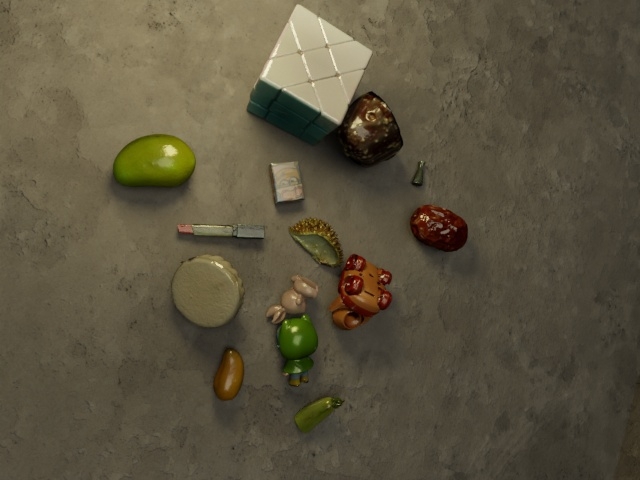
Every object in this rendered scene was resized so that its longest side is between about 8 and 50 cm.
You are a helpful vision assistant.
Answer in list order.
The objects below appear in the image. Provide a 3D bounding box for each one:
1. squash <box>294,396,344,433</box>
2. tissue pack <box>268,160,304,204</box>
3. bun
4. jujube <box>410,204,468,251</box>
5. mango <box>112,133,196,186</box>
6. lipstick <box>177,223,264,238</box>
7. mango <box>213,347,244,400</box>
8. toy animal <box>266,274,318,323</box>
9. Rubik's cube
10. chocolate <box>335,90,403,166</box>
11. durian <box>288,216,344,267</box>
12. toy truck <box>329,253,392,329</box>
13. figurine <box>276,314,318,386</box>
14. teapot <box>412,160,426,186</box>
[{"bbox_3d":[0.004,0.650,1.779,0.200,0.075,0.090,-34,78,5],"label":"squash"},{"bbox_3d":[-0.132,-0.223,1.788,0.116,0.065,0.155,-8,91,-16],"label":"tissue pack"},{"bbox_3d":[-0.375,0.161,1.647,0.264,0.175,0.262,4,105,14],"label":"bun"},{"bbox_3d":[0.495,-0.050,1.928,0.251,0.174,0.174,27,79,-18],"label":"jujube"},{"bbox_3d":[-0.573,-0.277,1.607,0.273,0.149,0.185,0,89,-13],"label":"mango"},{"bbox_3d":[-0.366,-0.036,1.712,0.313,0.051,0.051,2,87,-16],"label":"lipstick"},{"bbox_3d":[-0.329,0.484,1.677,0.102,0.085,0.183,12,73,-13],"label":"mango"},{"bbox_3d":[-0.104,0.235,1.756,0.124,0.124,0.212,40,97,-12],"label":"toy animal"},{"bbox_3d":[-0.050,-0.585,1.706,0.322,0.316,0.318,27,79,-16],"label":"Rubik's cube"},{"bbox_3d":[0.172,-0.401,1.776,0.210,0.340,0.225,-36,74,4],"label":"chocolate"},{"bbox_3d":[0.000,0.000,1.816,0.139,0.144,0.252,-39,109,22],"label":"durian"},{"bbox_3d":[0.141,0.212,1.808,0.189,0.239,0.264,28,38,-15],"label":"toy truck"},{"bbox_3d":[-0.085,0.411,1.736,0.162,0.143,0.263,-9,101,-28],"label":"figurine"},{"bbox_3d":[0.425,-0.289,1.987,0.043,0.043,0.110,18,77,-16],"label":"teapot"}]
